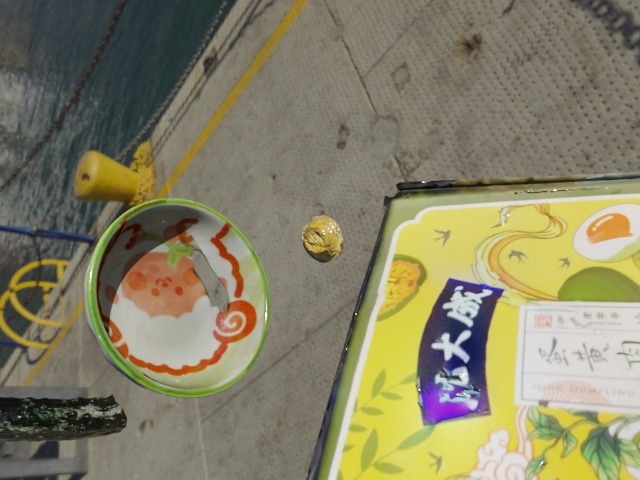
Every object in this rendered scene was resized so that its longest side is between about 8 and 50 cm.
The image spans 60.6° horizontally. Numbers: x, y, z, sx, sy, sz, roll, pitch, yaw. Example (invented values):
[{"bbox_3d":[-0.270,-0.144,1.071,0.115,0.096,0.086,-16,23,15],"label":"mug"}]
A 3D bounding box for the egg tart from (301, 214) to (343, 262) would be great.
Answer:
[{"bbox_3d":[0.000,0.000,1.403,0.129,0.049,0.128,8,105,31],"label":"egg tart"}]

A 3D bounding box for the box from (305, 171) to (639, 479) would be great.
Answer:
[{"bbox_3d":[0.225,0.116,0.413,0.421,0.138,0.372,-1,47,25],"label":"box"}]

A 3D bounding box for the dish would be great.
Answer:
[{"bbox_3d":[-0.246,0.100,0.905,0.124,0.324,0.323,-22,63,41],"label":"dish"}]

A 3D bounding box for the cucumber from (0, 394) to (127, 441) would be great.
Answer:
[{"bbox_3d":[-0.467,0.295,0.903,0.081,0.304,0.072,35,102,40],"label":"cucumber"}]
